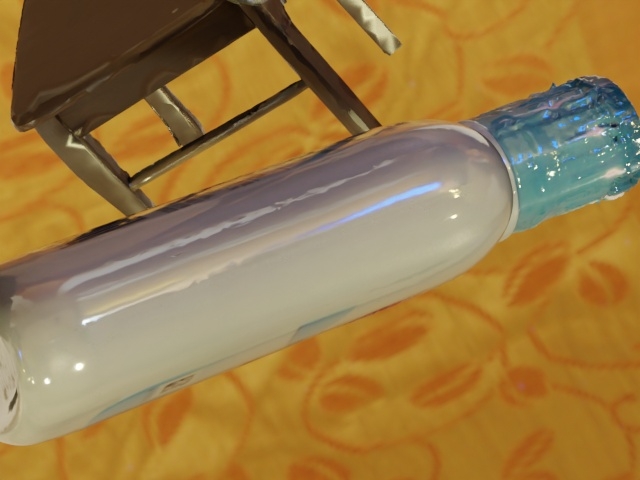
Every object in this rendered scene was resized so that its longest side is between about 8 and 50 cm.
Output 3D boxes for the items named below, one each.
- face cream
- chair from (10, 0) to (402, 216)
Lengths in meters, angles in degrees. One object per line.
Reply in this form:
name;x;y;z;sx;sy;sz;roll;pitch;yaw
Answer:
face cream;0.000;0.000;0.808;0.336;0.080;0.163;-20;180;-24
chair;-0.094;-0.149;0.944;0.186;0.160;0.319;-26;127;19
